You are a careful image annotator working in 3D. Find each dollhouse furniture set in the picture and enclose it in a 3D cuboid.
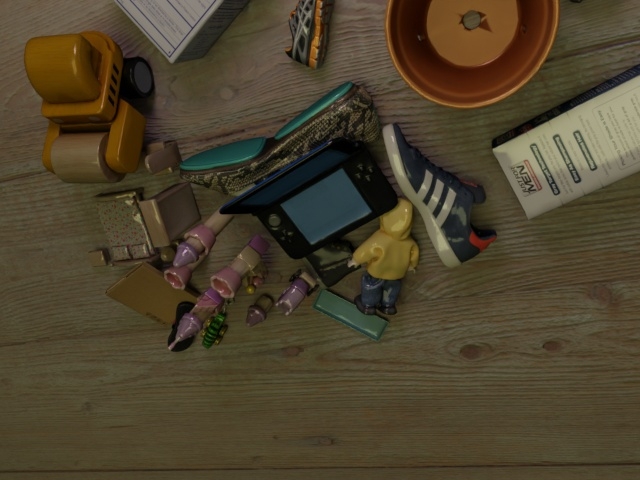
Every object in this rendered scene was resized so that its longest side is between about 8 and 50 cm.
[{"bbox_3d":[-0.510,-0.065,1.451,0.355,0.174,0.303,-7,109,18],"label":"dollhouse furniture set"}]

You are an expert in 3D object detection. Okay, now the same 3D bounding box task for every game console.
[{"bbox_3d":[-0.015,-0.072,1.202,0.293,0.173,0.250,-29,115,19],"label":"game console"}]

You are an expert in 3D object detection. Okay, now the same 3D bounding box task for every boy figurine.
[{"bbox_3d":[0.147,0.036,1.335,0.177,0.092,0.285,0,114,-20],"label":"boy figurine"}]

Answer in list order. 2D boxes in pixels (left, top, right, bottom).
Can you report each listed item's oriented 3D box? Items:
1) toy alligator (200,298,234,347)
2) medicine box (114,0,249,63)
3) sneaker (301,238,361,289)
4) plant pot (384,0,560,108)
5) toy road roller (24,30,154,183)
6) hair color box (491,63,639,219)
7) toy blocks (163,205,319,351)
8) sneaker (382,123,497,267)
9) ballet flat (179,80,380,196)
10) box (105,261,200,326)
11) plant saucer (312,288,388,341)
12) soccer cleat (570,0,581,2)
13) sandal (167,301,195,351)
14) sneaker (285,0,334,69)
[{"bbox_3d":[-0.286,0.235,1.573,0.056,0.051,0.190,30,116,2],"label":"toy alligator"},{"bbox_3d":[-0.284,-0.567,1.195,0.289,0.149,0.263,-40,96,25],"label":"medicine box"},{"bbox_3d":[0.000,0.000,1.391,0.118,0.083,0.222,-30,104,15],"label":"sneaker"},{"bbox_3d":[0.277,-0.404,1.069,0.291,0.203,0.291,6,112,14],"label":"plant pot"},{"bbox_3d":[-0.531,-0.306,1.278,0.202,0.240,0.330,1,77,16],"label":"toy road roller"},{"bbox_3d":[0.533,-0.198,1.132,0.347,0.105,0.174,-26,102,23],"label":"hair color box"},{"bbox_3d":[-0.233,0.139,1.356,0.309,0.260,0.288,40,143,-4],"label":"toy blocks"},{"bbox_3d":[0.262,-0.116,1.242,0.148,0.131,0.350,-28,107,17],"label":"sneaker"},{"bbox_3d":[-0.088,-0.180,1.300,0.482,0.164,0.182,-21,114,19],"label":"ballet flat"},{"bbox_3d":[-0.444,0.148,1.551,0.164,0.021,0.201,-34,127,26],"label":"box"},{"bbox_3d":[0.076,0.187,1.469,0.192,0.018,0.067,26,116,4],"label":"plant saucer"},{"bbox_3d":[0.404,-0.551,1.053,0.289,0.093,0.121,35,86,5],"label":"soccer cleat"},{"bbox_3d":[-0.382,0.236,1.605,0.067,0.040,0.179,8,119,-20],"label":"sandal"},{"bbox_3d":[-0.024,-0.469,1.199,0.083,0.084,0.215,17,116,14],"label":"sneaker"}]
